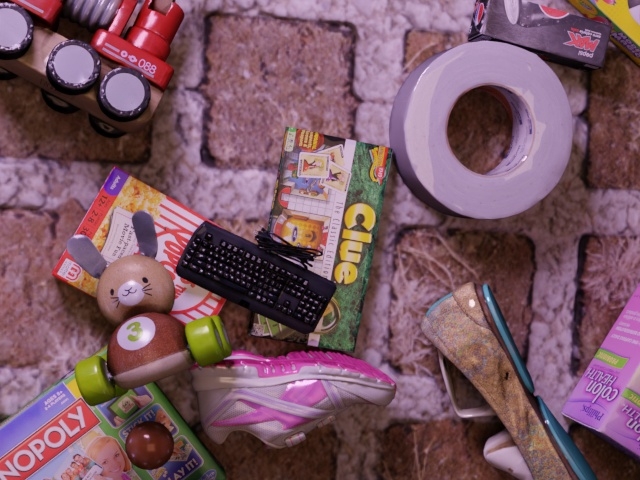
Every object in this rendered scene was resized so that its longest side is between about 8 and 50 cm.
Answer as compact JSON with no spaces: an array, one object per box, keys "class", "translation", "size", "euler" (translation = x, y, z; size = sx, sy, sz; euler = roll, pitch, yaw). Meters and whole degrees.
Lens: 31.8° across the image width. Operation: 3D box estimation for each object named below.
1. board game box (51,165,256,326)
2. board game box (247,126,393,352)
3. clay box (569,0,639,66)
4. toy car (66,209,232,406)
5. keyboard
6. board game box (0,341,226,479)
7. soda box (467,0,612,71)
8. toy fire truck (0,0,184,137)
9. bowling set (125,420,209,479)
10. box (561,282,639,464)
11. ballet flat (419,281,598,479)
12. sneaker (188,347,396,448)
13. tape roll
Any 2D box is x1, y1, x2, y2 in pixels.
[{"class":"board game box","translation":[-0.196,0.022,1.328],"size":[0.193,0.045,0.146],"euler":[30,87,-12]},{"class":"board game box","translation":[0.000,0.000,1.378],"size":[0.136,0.030,0.259],"euler":[10,91,-14]},{"class":"clay box","translation":[0.427,-0.300,1.439],"size":[0.222,0.053,0.127],"euler":[38,83,-11]},{"class":"toy car","translation":[-0.204,0.067,1.242],"size":[0.155,0.149,0.188],"euler":[-20,87,0]},{"class":"keyboard","translation":[-0.066,0.036,1.317],"size":[0.192,0.038,0.100],"euler":[26,89,-23]},{"class":"board game box","translation":[-0.301,0.291,1.321],"size":[0.317,0.046,0.213],"euler":[-38,101,-8]},{"class":"soda box","translation":[0.275,-0.261,1.409],"size":[0.169,0.053,0.060],"euler":[13,90,-13]},{"class":"toy fire truck","translation":[-0.244,-0.272,1.261],"size":[0.217,0.158,0.246],"euler":[28,75,-12]},{"class":"bowling set","translation":[-0.172,0.311,1.271],"size":[0.287,0.154,0.199],"euler":[2,74,-9]},{"class":"box","translation":[0.475,0.184,1.444],"size":[0.214,0.117,0.243],"euler":[33,85,-12]},{"class":"ballet flat","translation":[0.235,0.216,1.406],"size":[0.123,0.123,0.348],"euler":[-32,99,-9]},{"class":"sneaker","translation":[-0.035,0.193,1.351],"size":[0.252,0.103,0.111],"euler":[1,97,-6]},{"class":"tape roll","translation":[0.199,-0.135,1.390],"size":[0.219,0.072,0.219],"euler":[-1,93,-13]}]
